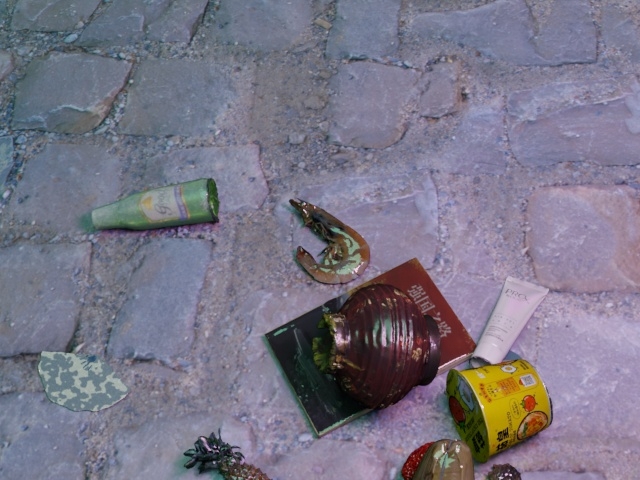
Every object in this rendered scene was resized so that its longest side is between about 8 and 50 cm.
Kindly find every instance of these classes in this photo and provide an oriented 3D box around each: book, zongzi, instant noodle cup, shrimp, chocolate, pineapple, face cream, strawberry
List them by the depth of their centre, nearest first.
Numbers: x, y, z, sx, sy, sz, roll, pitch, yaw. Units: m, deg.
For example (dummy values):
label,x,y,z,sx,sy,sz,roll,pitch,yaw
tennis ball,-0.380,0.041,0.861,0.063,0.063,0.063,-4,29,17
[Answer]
label,x,y,z,sx,sy,sz,roll,pitch,yaw
zongzi,0.160,0.474,1.620,0.256,0.115,0.228,-8,88,15
strawberry,0.198,0.423,1.695,0.096,0.083,0.083,-25,56,-3
instant noodle cup,0.337,0.307,1.697,0.144,0.182,0.182,-16,55,-13
pineapple,-0.165,0.455,1.729,0.221,0.083,0.103,35,68,30
face cream,0.379,0.170,1.845,0.092,0.058,0.244,20,53,23
book,0.102,0.214,1.878,0.374,0.028,0.262,-27,56,-8
shrimp,0.000,-0.001,2.021,0.143,0.052,0.251,-40,61,-14
chocolate,-0.385,-0.074,2.107,0.291,0.110,0.110,-9,56,6

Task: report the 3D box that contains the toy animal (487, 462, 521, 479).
label,x,y,z,sx,sy,sz,roll,pitch,yaw
toy animal,0.347,0.497,1.624,0.086,0.069,0.220,-5,56,-17

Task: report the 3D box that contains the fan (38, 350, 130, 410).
label,x,y,z,sx,sy,sz,roll,pitch,yaw
fan,-0.514,0.298,1.934,0.240,0.009,0.131,19,63,20

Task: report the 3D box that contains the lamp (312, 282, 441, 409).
label,x,y,z,sx,sy,sz,roll,pitch,yaw
lamp,0.103,0.201,1.733,0.247,0.247,0.247,-4,56,7

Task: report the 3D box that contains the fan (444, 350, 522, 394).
label,x,y,z,sx,sy,sz,roll,pitch,yaw
fan,0.330,0.277,1.809,0.175,0.005,0.113,-17,56,-2
